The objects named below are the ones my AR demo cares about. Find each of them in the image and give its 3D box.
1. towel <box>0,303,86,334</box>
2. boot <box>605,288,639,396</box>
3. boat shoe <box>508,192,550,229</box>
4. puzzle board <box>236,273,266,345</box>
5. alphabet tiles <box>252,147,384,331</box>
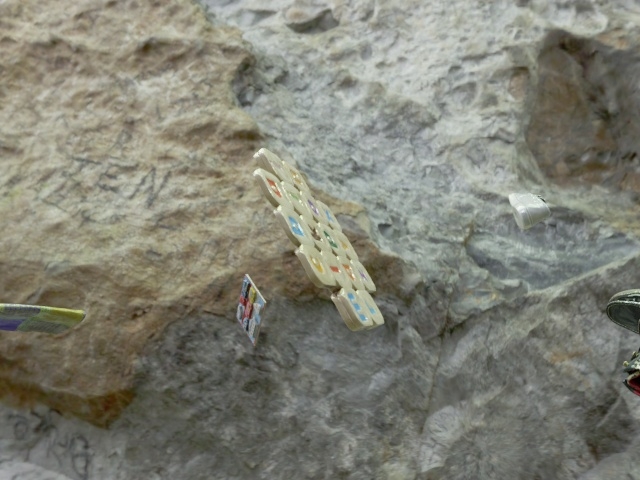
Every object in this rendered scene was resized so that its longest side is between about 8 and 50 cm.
[{"bbox_3d":[-0.235,0.062,0.414,0.060,0.083,0.009,-23,-116,36],"label":"towel"},{"bbox_3d":[0.540,0.167,0.870,0.178,0.085,0.236,-31,-161,-18],"label":"boot"},{"bbox_3d":[0.417,-0.067,1.056,0.063,0.184,0.066,-18,-88,16],"label":"boat shoe"},{"bbox_3d":[-0.154,0.151,1.148,0.011,0.128,0.096,-8,-140,-32],"label":"puzzle board"},{"bbox_3d":[0.000,0.000,0.753,0.021,0.278,0.284,-33,-105,13],"label":"alphabet tiles"}]
